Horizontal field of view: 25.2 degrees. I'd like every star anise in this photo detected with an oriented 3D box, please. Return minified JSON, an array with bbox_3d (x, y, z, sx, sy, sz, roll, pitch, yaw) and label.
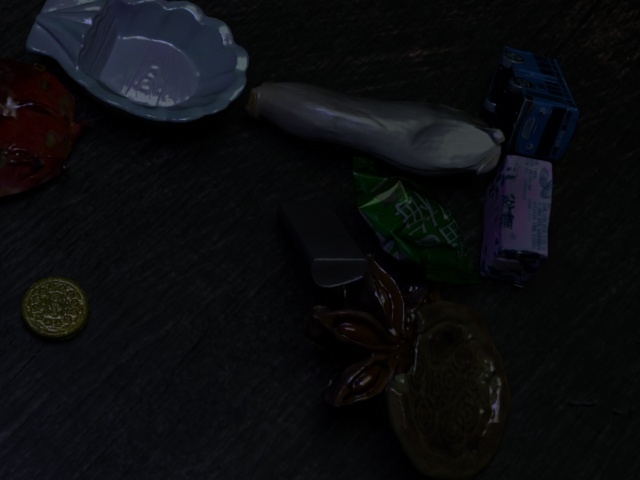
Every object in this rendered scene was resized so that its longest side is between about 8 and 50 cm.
[{"bbox_3d":[0.065,0.124,1.787,0.220,0.099,0.214,5,62,-34],"label":"star anise"}]

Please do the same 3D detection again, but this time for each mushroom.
[{"bbox_3d":[0.071,-0.155,1.944,0.351,0.097,0.109,14,22,-2],"label":"mushroom"}]

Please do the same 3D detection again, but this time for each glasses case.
[{"bbox_3d":[0.000,-0.001,1.817,0.072,0.042,0.190,-9,26,-12],"label":"glasses case"}]

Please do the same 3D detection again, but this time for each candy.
[{"bbox_3d":[0.262,-0.027,1.926,0.073,0.092,0.160,14,57,-8],"label":"candy"},{"bbox_3d":[0.121,-0.018,1.881,0.141,0.078,0.203,-8,55,-46],"label":"candy"}]

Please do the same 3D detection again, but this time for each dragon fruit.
[{"bbox_3d":[-0.422,-0.138,1.806,0.274,0.126,0.161,1,60,-12],"label":"dragon fruit"}]

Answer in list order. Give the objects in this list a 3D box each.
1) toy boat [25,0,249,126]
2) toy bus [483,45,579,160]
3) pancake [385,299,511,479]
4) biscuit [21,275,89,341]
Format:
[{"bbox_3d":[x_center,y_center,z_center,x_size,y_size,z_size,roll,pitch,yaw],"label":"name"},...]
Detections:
[{"bbox_3d":[-0.244,-0.236,1.920,0.290,0.100,0.199,21,58,-2],"label":"toy boat"},{"bbox_3d":[0.294,-0.190,1.986,0.106,0.090,0.184,13,30,-10],"label":"toy bus"},{"bbox_3d":[0.163,0.186,1.763,0.212,0.029,0.235,33,58,-34],"label":"pancake"},{"bbox_3d":[-0.327,0.084,1.762,0.084,0.023,0.084,5,61,-9],"label":"biscuit"}]
